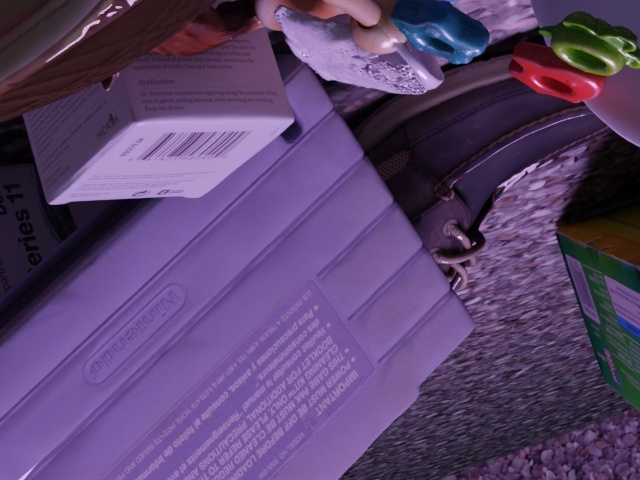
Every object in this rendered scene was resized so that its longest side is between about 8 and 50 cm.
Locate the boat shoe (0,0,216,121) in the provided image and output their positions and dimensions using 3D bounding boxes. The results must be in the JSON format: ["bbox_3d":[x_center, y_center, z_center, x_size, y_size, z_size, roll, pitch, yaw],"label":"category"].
[{"bbox_3d":[-0.087,-0.137,0.737,0.302,0.098,0.109,-33,176,36],"label":"boat shoe"}]

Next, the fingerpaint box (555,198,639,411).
[{"bbox_3d":[0.411,0.019,1.442,0.371,0.163,0.445,-19,-176,0],"label":"fingerpaint box"}]

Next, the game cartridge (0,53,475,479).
[{"bbox_3d":[-0.086,0.090,1.056,0.355,0.230,0.068,-43,-146,-17],"label":"game cartridge"}]

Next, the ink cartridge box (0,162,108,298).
[{"bbox_3d":[-0.150,0.031,1.124,0.208,0.153,0.087,-9,162,-31],"label":"ink cartridge box"}]

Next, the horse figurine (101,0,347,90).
[{"bbox_3d":[0.014,-0.151,0.849,0.263,0.066,0.174,-29,160,18],"label":"horse figurine"}]

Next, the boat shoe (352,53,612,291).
[{"bbox_3d":[0.058,-0.013,1.246,0.355,0.130,0.132,-26,163,26],"label":"boat shoe"}]

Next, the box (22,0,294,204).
[{"bbox_3d":[-0.089,-0.078,0.943,0.101,0.087,0.102,-4,160,-39],"label":"box"}]

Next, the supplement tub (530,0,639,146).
[{"bbox_3d":[0.263,-0.149,0.793,0.316,0.228,0.228,-12,164,-38],"label":"supplement tub"}]

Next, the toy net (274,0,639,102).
[{"bbox_3d":[0.053,-0.098,0.774,0.122,0.045,0.232,26,170,-12],"label":"toy net"}]
